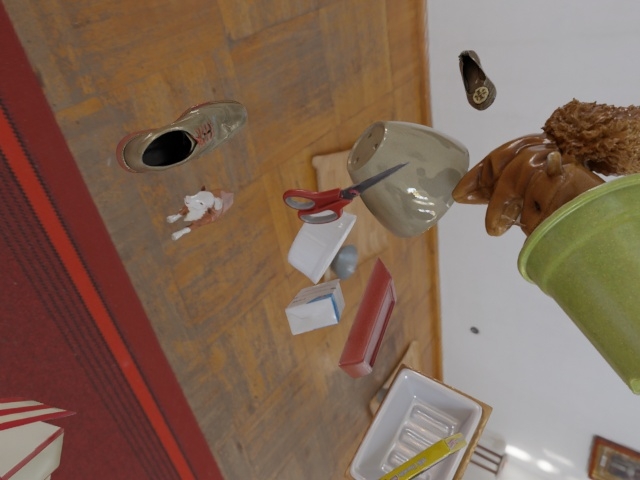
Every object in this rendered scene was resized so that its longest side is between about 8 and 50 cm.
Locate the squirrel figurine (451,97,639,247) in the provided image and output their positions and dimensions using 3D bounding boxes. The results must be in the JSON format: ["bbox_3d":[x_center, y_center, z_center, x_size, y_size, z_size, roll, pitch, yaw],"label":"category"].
[{"bbox_3d":[0.511,-0.144,1.045,0.397,0.281,0.370,-50,177,11],"label":"squirrel figurine"}]

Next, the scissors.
[{"bbox_3d":[0.054,-0.079,0.877,0.109,0.297,0.021,39,54,-37],"label":"scissors"}]

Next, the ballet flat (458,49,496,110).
[{"bbox_3d":[0.434,-0.461,1.412,0.058,0.084,0.250,31,43,-36],"label":"ballet flat"}]

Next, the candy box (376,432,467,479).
[{"bbox_3d":[0.140,0.382,0.821,0.206,0.027,0.105,-40,153,16],"label":"candy box"}]

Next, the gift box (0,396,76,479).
[{"bbox_3d":[-0.381,0.273,0.438,0.255,0.276,0.258,-85,-173,-80],"label":"gift box"}]

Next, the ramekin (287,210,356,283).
[{"bbox_3d":[0.000,0.000,1.739,0.277,0.135,0.277,-58,175,-8],"label":"ramekin"}]

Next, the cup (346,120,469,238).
[{"bbox_3d":[0.217,-0.206,1.422,0.236,0.331,0.331,31,77,-24],"label":"cup"}]

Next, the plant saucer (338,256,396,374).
[{"bbox_3d":[0.125,0.201,1.199,0.259,0.047,0.259,64,46,-66],"label":"plant saucer"}]

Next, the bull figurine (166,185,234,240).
[{"bbox_3d":[-0.358,-0.091,1.509,0.101,0.188,0.310,62,12,-3],"label":"bull figurine"}]

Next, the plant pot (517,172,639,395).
[{"bbox_3d":[0.492,0.082,0.764,0.275,0.254,0.276,-11,141,-9],"label":"plant pot"}]

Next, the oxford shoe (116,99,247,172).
[{"bbox_3d":[-0.299,-0.242,1.196,0.348,0.130,0.123,-36,124,-29],"label":"oxford shoe"}]

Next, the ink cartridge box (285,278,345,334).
[{"bbox_3d":[-0.005,0.143,1.115,0.180,0.104,0.060,-42,115,-78],"label":"ink cartridge box"}]

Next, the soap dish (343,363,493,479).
[{"bbox_3d":[0.220,0.456,1.116,0.291,0.228,0.118,-58,145,-17],"label":"soap dish"}]
